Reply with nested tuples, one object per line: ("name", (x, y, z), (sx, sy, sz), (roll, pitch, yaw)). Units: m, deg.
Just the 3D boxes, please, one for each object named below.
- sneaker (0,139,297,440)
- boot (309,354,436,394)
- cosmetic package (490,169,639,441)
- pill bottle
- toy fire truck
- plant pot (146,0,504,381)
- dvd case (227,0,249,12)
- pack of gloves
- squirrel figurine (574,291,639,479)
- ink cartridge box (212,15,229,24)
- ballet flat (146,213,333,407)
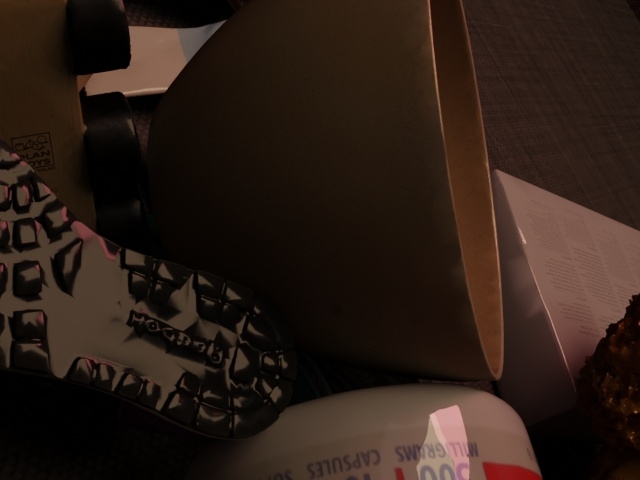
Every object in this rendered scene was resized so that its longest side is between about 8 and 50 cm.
("sneaker", (-0.160, 0.037, 0.511), (0.283, 0.124, 0.107), (34, 58, -25))
("boot", (0.000, 0.000, 0.857), (0.338, 0.118, 0.222), (57, 25, -9))
("cosmetic package", (0.324, 0.096, 1.174), (0.377, 0.097, 0.284), (16, 49, -45))
("pill bottle", (0.056, 0.305, 0.531), (0.229, 0.229, 0.407), (19, 47, -43))
("toy fire truck", (-0.183, -0.118, 0.627), (0.159, 0.217, 0.246), (-14, 42, -18))
("plant pot", (0.003, -0.044, 0.620), (0.284, 0.191, 0.284), (-8, 90, -75))
("dvd case", (-0.043, -0.272, 0.999), (0.165, 0.018, 0.221), (-3, 44, -35))
("pack of gloves", (-0.107, -0.215, 0.850), (0.232, 0.046, 0.195), (-7, 58, -23))
("squirrel figurine", (0.314, 0.202, 0.885), (0.370, 0.281, 0.397), (-14, 103, -28))
("ink cartridge box", (-0.031, -0.148, 0.957), (0.198, 0.067, 0.115), (47, 33, -12))
("ballet flat", (-0.061, 0.072, 0.725), (0.247, 0.083, 0.087), (49, 20, -14))
